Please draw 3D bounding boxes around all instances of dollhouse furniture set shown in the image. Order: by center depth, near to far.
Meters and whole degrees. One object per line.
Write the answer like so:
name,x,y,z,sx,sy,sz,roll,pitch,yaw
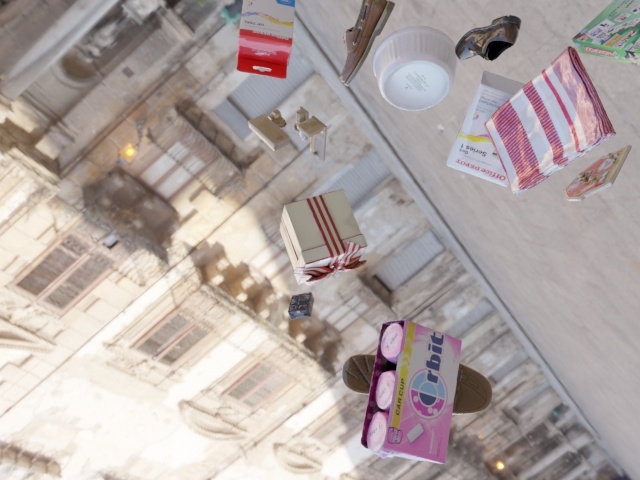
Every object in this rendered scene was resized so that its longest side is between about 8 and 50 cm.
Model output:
dollhouse furniture set,-0.088,-0.266,1.535,0.144,0.151,0.123,44,152,28

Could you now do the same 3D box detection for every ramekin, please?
ramekin,0.302,-0.533,1.821,0.273,0.273,0.127,42,-138,-45

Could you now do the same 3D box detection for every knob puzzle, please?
knob puzzle,0.738,-0.177,1.568,0.030,0.213,0.213,44,-171,-6

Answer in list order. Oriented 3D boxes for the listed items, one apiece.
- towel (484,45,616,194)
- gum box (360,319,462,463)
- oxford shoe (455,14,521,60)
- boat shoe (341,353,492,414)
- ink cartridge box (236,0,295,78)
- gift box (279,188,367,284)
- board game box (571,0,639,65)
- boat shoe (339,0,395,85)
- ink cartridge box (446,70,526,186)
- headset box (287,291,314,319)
towel,0.549,-0.283,1.424,0.329,0.037,0.237,-45,59,59
gum box,0.131,0.221,0.820,0.107,0.188,0.062,22,158,-23
oxford shoe,0.465,-0.556,1.633,0.083,0.096,0.227,14,171,-26
boat shoe,0.199,0.289,1.187,0.098,0.302,0.109,30,-115,-74
ink cartridge box,-0.138,-0.526,1.446,0.078,0.134,0.231,113,161,-59
gift box,0.000,0.000,1.943,0.276,0.255,0.258,102,148,-71
board game box,0.802,-0.561,1.372,0.046,0.317,0.213,46,-177,-35
boat shoe,0.126,-0.661,1.872,0.104,0.307,0.110,26,-148,-7
ink cartridge box,0.514,-0.321,1.671,0.201,0.278,0.117,21,-139,6
headset box,-0.054,0.184,1.637,0.083,0.062,0.032,-77,-28,-57
